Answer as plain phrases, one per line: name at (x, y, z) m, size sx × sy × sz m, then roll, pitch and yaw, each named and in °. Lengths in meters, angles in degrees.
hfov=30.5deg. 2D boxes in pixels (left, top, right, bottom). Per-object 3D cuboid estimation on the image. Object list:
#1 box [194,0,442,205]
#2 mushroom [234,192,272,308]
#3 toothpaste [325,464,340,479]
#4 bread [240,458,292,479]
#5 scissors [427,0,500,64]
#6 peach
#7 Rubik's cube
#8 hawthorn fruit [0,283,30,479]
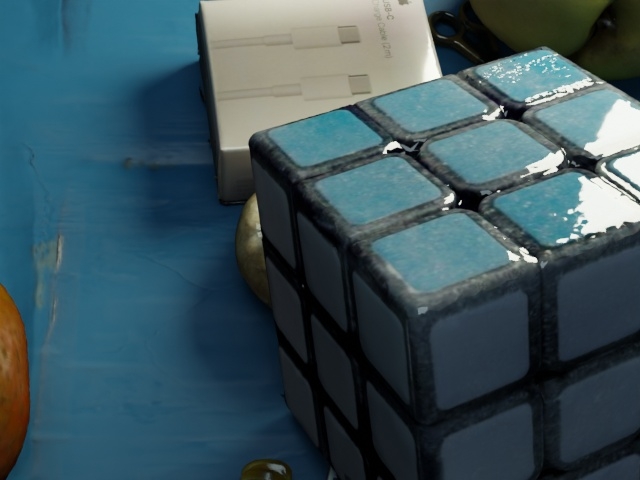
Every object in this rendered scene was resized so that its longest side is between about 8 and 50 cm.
box at (0.001, -0.158, 1.254) m, size 0.251 × 0.106 × 0.203 m, roll -5°, pitch 58°, yaw -9°
mushroom at (0.000, 0.000, 1.144) m, size 0.166 × 0.127 × 0.166 m, roll 1°, pitch 63°, yaw -2°
toothpaste at (0.013, 0.274, 1.032) m, size 0.047 × 0.040 × 0.196 m, roll 13°, pitch 59°, yaw 1°
bread at (-0.052, 0.238, 1.052) m, size 0.049 × 0.034 × 0.088 m, roll 5°, pitch 59°, yaw 5°
scissors at (0.206, -0.188, 1.336) m, size 0.088 × 0.017 × 0.220 m, roll -23°, pitch 64°, yaw -21°
peach at (0.296, -0.313, 1.281) m, size 0.292 × 0.247 × 0.292 m, roll 4°, pitch 55°, yaw -6°
Rubik's cube at (0.145, 0.056, 0.963) m, size 0.305 × 0.304 × 0.301 m, roll -21°, pitch 35°, yaw -18°
hawthorn fruit at (-0.375, 0.111, 0.950) m, size 0.277 × 0.298 × 0.277 m, roll 0°, pitch 73°, yaw -1°
